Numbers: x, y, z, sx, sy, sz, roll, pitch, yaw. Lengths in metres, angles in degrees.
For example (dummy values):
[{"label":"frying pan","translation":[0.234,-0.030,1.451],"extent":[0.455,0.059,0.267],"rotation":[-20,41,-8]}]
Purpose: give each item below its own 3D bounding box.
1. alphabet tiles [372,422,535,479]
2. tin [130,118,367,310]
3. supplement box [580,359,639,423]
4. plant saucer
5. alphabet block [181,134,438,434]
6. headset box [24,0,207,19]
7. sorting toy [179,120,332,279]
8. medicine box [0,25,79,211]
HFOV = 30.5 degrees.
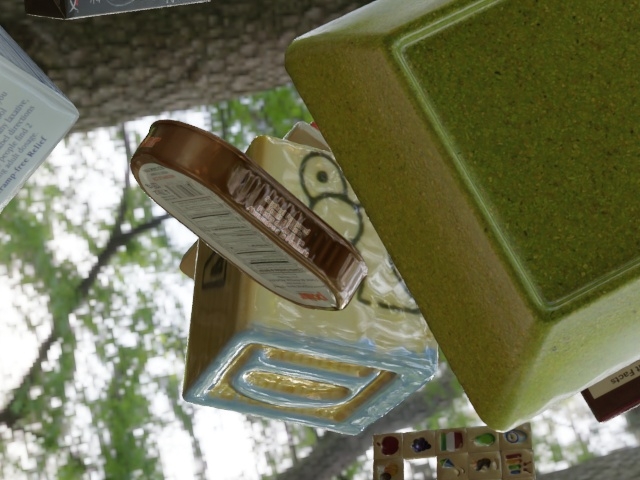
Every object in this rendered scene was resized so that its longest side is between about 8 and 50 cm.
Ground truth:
[{"label":"alphabet tiles","translation":[0.157,0.321,1.385],"extent":[0.009,0.198,0.237],"rotation":[73,15,-44]},{"label":"tin","translation":[-0.050,-0.013,0.814],"extent":[0.040,0.190,0.106],"rotation":[-58,-155,-16]},{"label":"supplement box","translation":[0.170,0.005,0.729],"extent":[0.081,0.104,0.188],"rotation":[-34,-101,25]},{"label":"plant saucer","translation":[0.108,-0.047,0.481],"extent":[0.188,0.188,0.045],"rotation":[61,-9,10]},{"label":"alphabet block","translation":[-0.010,0.047,1.094],"extent":[0.193,0.192,0.197],"rotation":[133,-33,-54]},{"label":"headset box","translation":[-0.281,-0.443,1.683],"extent":[0.110,0.293,0.218],"rotation":[16,-65,42]},{"label":"sorting toy","translation":[0.000,0.000,1.494],"extent":[0.255,0.257,0.089],"rotation":[-47,-162,25]},{"label":"medicine box","translation":[-0.335,-0.145,0.687],"extent":[0.149,0.289,0.263],"rotation":[-49,-125,5]}]
